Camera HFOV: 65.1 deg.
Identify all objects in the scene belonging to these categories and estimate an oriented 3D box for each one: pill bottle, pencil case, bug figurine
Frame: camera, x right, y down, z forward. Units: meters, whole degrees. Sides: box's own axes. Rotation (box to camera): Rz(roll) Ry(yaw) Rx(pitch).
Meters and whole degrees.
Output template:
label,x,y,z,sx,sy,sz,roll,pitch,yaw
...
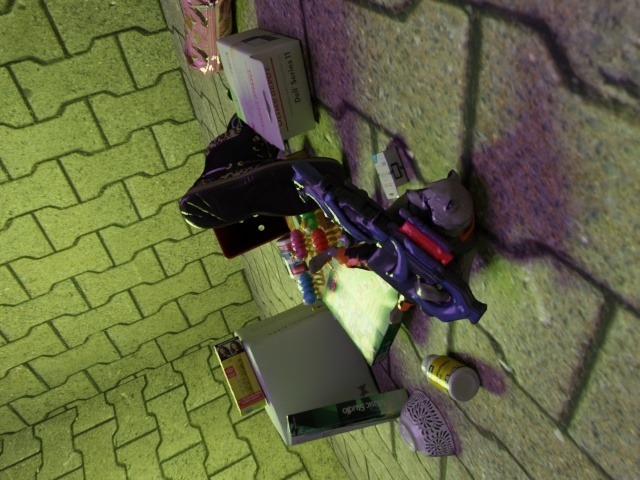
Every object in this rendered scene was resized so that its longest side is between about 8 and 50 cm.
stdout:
label,x,y,z,sx,sy,sz,roll,pitch,yaw
pill bottle,0.242,0.256,0.952,0.065,0.065,0.116,70,164,-10
pencil case,-0.306,-0.614,1.364,0.160,0.167,0.386,31,163,-3
bug figurine,-0.023,0.026,1.193,0.279,0.072,0.216,107,153,-53
pill bottle,-0.064,0.066,1.614,0.180,0.108,0.108,69,164,-10

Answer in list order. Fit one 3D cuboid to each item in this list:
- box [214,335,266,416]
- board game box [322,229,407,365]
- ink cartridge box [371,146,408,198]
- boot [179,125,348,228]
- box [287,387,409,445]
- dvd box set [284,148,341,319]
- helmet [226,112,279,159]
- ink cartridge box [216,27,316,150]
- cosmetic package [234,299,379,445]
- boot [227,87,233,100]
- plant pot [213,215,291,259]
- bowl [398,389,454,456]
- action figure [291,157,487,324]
label,x,y,z,sx,sy,sz,roll,pitch,yaw
box,-0.250,0.415,1.548,0.058,0.087,0.232,93,152,-54
board game box,0.101,0.107,1.105,0.213,0.046,0.317,53,148,32
ink cartridge box,0.124,-0.117,0.877,0.083,0.028,0.048,69,164,-8
boot,-0.131,-0.173,1.193,0.284,0.378,0.138,-93,-14,-52
box,0.068,0.490,1.382,0.232,0.322,0.058,96,160,-62
dvd box set,0.000,0.000,1.390,0.420,0.062,0.307,63,163,12
helmet,-0.191,-0.290,1.430,0.169,0.170,0.161,62,149,16
ink cartridge box,-0.118,-0.359,1.164,0.353,0.119,0.207,47,155,53
cosmetic package,-0.062,0.411,1.688,0.327,0.330,0.394,69,164,-3
boot,-0.265,-0.462,1.650,0.099,0.045,0.121,62,163,6
plant pot,-0.230,-0.104,1.694,0.236,0.268,0.267,116,130,-87
bowl,0.241,0.458,1.218,0.170,0.080,0.170,58,161,32
action figure,0.105,-0.015,0.790,0.341,0.178,0.330,44,146,-1
